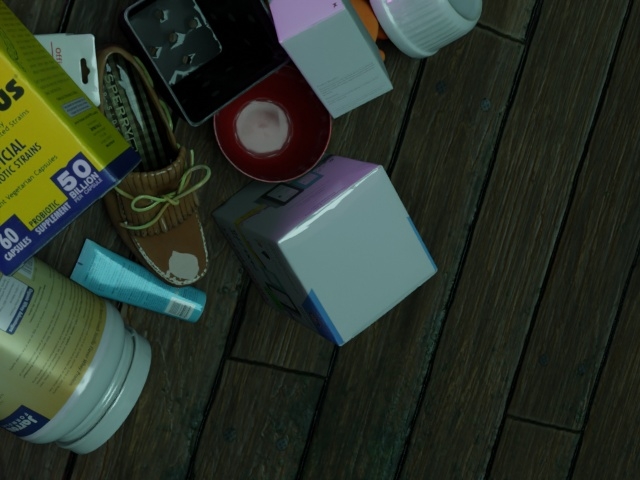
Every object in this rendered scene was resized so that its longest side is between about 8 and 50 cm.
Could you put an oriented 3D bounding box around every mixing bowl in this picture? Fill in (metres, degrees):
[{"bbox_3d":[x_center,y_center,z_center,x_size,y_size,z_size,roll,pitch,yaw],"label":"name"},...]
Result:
[{"bbox_3d":[-0.081,-0.178,1.686,0.181,0.098,0.181,0,91,-12],"label":"mixing bowl"}]

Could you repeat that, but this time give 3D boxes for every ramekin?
[{"bbox_3d":[0.169,-0.402,1.724,0.207,0.109,0.207,28,53,-46],"label":"ramekin"}]

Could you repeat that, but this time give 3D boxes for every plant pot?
[{"bbox_3d":[-0.187,-0.298,1.584,0.188,0.167,0.187,-37,114,-16],"label":"plant pot"}]

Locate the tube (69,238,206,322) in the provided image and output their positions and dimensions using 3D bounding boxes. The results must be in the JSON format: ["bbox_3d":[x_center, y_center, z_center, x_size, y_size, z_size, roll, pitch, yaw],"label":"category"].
[{"bbox_3d":[-0.278,0.070,1.672,0.207,0.052,0.080,22,83,-23],"label":"tube"}]

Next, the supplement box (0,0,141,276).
[{"bbox_3d":[-0.430,-0.163,1.392,0.194,0.195,0.356,-40,100,7],"label":"supplement box"}]

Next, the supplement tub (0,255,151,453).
[{"bbox_3d":[-0.417,0.142,1.508,0.316,0.228,0.228,36,82,-27],"label":"supplement tub"}]

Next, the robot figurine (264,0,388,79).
[{"bbox_3d":[0.002,-0.337,1.698,0.219,0.128,0.158,13,132,-28],"label":"robot figurine"}]

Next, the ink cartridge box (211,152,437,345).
[{"bbox_3d":[0.000,0.000,1.673,0.197,0.270,0.198,-37,113,-15],"label":"ink cartridge box"}]

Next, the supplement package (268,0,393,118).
[{"bbox_3d":[0.016,-0.285,1.579,0.105,0.105,0.179,-25,140,12],"label":"supplement package"}]

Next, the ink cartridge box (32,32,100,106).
[{"bbox_3d":[-0.395,-0.233,1.510,0.181,0.061,0.104,-3,102,-1],"label":"ink cartridge box"}]

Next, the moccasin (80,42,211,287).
[{"bbox_3d":[-0.249,-0.105,1.596,0.139,0.147,0.380,-20,107,-23],"label":"moccasin"}]
